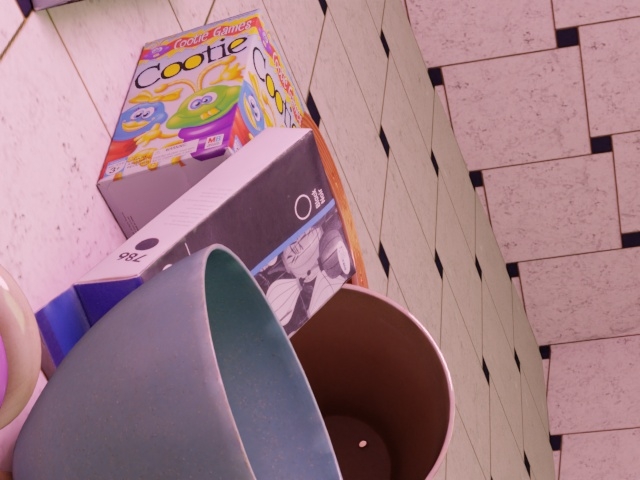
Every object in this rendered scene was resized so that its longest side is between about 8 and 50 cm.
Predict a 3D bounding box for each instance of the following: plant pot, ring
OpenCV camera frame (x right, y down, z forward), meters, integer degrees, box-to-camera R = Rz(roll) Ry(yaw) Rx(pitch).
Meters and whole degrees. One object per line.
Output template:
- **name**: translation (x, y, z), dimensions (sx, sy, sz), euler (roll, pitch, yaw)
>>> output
- **plant pot**: translation (0.011, 0.213, 1.477), dimensions (0.274, 0.256, 0.256), euler (80, 2, -66)
- **ring**: translation (0.000, 0.000, 1.696), dimensions (0.336, 0.032, 0.336), euler (-15, 90, -76)
- **plant pot**: translation (-0.113, 0.173, 1.050), dimensions (0.290, 0.195, 0.290), euler (-22, 90, -82)

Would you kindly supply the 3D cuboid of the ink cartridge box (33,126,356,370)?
- **ink cartridge box**: translation (-0.097, 0.045, 1.236), dimensions (0.332, 0.065, 0.165), euler (-43, 127, -40)

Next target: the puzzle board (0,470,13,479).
- **puzzle board**: translation (-0.229, 0.227, 0.991), dimensions (0.096, 0.011, 0.128), euler (32, 44, -67)

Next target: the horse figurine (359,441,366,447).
- **horse figurine**: translation (0.048, 0.252, 1.843), dimensions (0.174, 0.066, 0.263), euler (27, 47, -77)

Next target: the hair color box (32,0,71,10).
- **hair color box**: translation (-0.204, -0.356, 1.434), dimensions (0.374, 0.113, 0.185), euler (-50, 124, -71)

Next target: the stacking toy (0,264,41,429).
- **stacking toy**: translation (-0.283, 0.109, 0.733), dimensions (0.330, 0.141, 0.141), euler (-48, 122, -63)

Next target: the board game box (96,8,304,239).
- **board game box**: translation (-0.114, -0.101, 1.452), dimensions (0.275, 0.142, 0.144), euler (-84, 155, -52)
